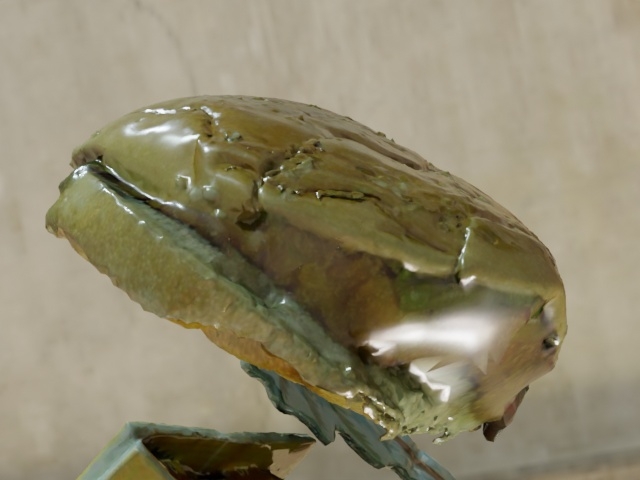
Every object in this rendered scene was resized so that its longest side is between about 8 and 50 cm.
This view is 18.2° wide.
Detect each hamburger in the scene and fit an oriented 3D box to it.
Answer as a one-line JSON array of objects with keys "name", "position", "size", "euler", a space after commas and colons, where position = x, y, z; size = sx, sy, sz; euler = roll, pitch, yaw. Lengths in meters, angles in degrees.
[{"name": "hamburger", "position": [0.002, 0.001, 1.029], "size": [0.134, 0.265, 0.285], "euler": [-59, 1, 1]}]

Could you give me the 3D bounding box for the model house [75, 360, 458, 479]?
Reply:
[{"name": "model house", "position": [-0.054, 0.214, 1.180], "size": [0.323, 0.300, 0.340], "euler": [34, -156, -27]}]
